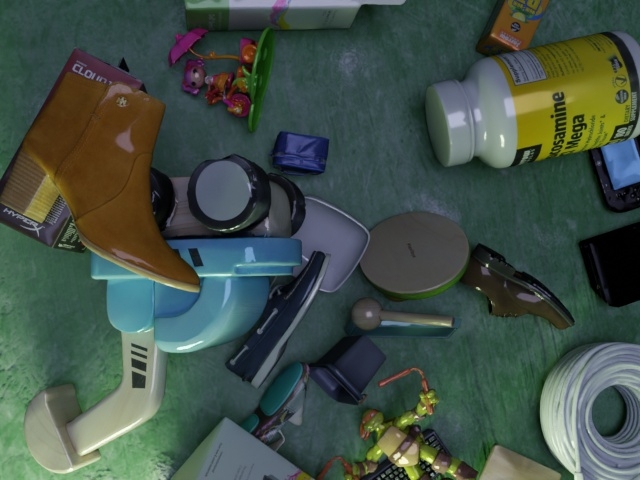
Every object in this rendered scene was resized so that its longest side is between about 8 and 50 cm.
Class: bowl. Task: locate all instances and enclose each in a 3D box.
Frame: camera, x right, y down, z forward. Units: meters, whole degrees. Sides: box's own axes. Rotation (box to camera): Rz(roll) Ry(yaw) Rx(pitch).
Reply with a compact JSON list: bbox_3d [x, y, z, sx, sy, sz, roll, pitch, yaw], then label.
[{"bbox_3d":[0.000,0.000,1.198,0.142,0.053,0.142,31,112,-5],"label":"bowl"}]

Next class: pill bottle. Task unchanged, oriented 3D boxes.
[{"bbox_3d":[0.356,-0.226,1.209,0.334,0.188,0.187,-13,90,-2],"label":"pill bottle"}]

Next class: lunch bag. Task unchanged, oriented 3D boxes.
[{"bbox_3d":[-0.038,-0.141,1.208,0.099,0.067,0.065,7,86,-8],"label":"lunch bag"}]

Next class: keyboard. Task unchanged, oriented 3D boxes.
[{"bbox_3d":[0.150,0.418,1.241,0.180,0.023,0.108,-34,94,-8],"label":"keyboard"}]

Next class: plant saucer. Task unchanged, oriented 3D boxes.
[{"bbox_3d":[0.140,0.149,1.227,0.192,0.067,0.018,1,64,-10],"label":"plant saucer"}]

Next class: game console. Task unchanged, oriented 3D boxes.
[{"bbox_3d":[0.557,-0.073,1.318,0.213,0.044,0.361,-18,90,-10],"label":"game console"}]

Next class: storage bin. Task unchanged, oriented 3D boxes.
[{"bbox_3d":[0.050,0.210,1.182,0.098,0.135,0.091,46,72,-5],"label":"storage bin"}]

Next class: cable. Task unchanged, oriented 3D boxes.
[{"bbox_3d":[0.515,0.305,1.271,0.257,0.089,0.257,-15,88,-12],"label":"cable"}]

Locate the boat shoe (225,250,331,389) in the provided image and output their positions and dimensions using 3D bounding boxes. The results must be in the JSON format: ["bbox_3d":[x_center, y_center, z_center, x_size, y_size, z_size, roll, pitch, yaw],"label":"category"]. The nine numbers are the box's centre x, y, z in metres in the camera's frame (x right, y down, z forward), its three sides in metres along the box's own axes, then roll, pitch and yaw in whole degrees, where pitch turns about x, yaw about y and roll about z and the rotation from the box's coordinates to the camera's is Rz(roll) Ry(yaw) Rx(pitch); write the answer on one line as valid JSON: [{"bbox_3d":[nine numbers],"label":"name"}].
[{"bbox_3d":[-0.068,0.119,1.170,0.079,0.095,0.254,31,105,4],"label":"boat shoe"}]

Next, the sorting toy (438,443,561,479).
[{"bbox_3d":[0.336,0.441,1.259,0.275,0.046,0.132,26,84,-7],"label":"sorting toy"}]

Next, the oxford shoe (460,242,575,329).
[{"bbox_3d":[0.341,0.101,1.267,0.227,0.083,0.096,32,102,-7],"label":"oxford shoe"}]

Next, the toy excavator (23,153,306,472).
[{"bbox_3d":[-0.238,0.118,1.072,0.433,0.222,0.444,-3,85,14],"label":"toy excavator"}]

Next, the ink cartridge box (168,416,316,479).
[{"bbox_3d":[-0.111,0.452,1.074,0.270,0.197,0.198,38,115,-7],"label":"ink cartridge box"}]

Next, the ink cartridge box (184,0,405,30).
[{"bbox_3d":[-0.049,-0.462,1.192,0.354,0.119,0.207,-3,88,-9],"label":"ink cartridge box"}]

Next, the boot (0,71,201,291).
[{"bbox_3d":[-0.243,-0.081,0.923,0.295,0.104,0.211,28,83,2],"label":"boot"}]

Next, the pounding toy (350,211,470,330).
[{"bbox_3d":[0.157,0.071,1.205,0.183,0.110,0.236,3,48,19],"label":"pounding toy"}]

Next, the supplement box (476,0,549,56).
[{"bbox_3d":[0.364,-0.433,1.282,0.078,0.080,0.233,25,86,-6],"label":"supplement box"}]

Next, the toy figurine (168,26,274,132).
[{"bbox_3d":[-0.171,-0.278,1.187,0.159,0.130,0.173,13,110,5],"label":"toy figurine"}]

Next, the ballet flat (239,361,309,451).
[{"bbox_3d":[-0.080,0.299,1.189,0.079,0.077,0.221,42,87,-24],"label":"ballet flat"}]

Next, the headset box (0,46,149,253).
[{"bbox_3d":[-0.352,-0.135,1.079,0.110,0.218,0.293,27,85,-6],"label":"headset box"}]

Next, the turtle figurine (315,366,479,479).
[{"bbox_3d":[0.135,0.356,1.194,0.217,0.087,0.269,42,100,11],"label":"turtle figurine"}]
